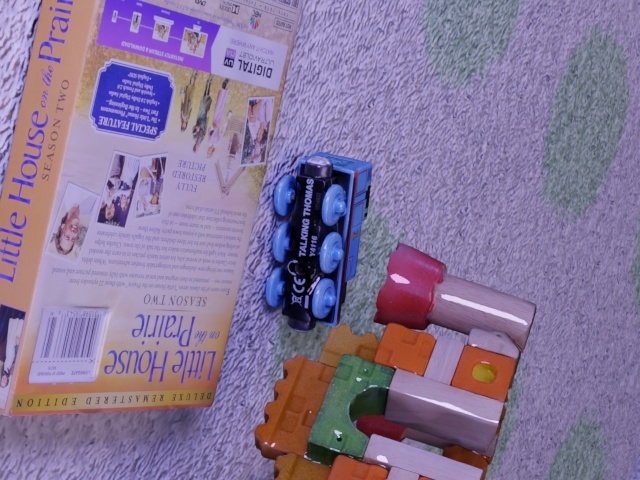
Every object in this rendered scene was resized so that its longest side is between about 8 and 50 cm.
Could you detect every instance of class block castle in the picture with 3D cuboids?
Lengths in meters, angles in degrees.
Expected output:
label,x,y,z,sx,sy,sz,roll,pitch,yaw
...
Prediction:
label,x,y,z,sx,sy,sz,roll,pitch,yaw
block castle,0.043,0.251,1.692,0.303,0.212,0.453,97,13,-50

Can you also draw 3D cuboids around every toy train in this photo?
label,x,y,z,sx,sy,sz,roll,pitch,yaw
toy train,0.000,0.000,1.756,0.105,0.080,0.184,-25,124,-60

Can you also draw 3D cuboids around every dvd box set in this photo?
label,x,y,z,sx,sy,sz,roll,pitch,yaw
dvd box set,-0.150,-0.060,1.490,0.307,0.062,0.420,5,98,-60
